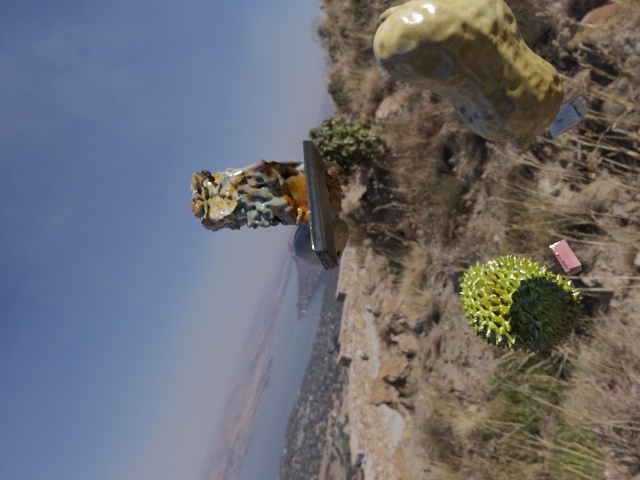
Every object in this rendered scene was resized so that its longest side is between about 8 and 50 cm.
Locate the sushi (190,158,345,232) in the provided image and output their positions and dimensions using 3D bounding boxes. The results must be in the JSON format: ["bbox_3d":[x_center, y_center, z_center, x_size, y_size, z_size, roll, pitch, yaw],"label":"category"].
[{"bbox_3d":[-0.135,-0.113,1.194,0.417,0.418,0.175,-113,13,-83],"label":"sushi"}]

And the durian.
[{"bbox_3d":[0.402,0.131,0.974,0.237,0.177,0.200,8,74,57],"label":"durian"}]

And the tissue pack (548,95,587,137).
[{"bbox_3d":[0.572,-0.290,1.079,0.094,0.058,0.074,-34,1,-44],"label":"tissue pack"}]

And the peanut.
[{"bbox_3d":[0.220,-0.249,0.646,0.159,0.291,0.143,-56,17,22],"label":"peanut"}]

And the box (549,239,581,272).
[{"bbox_3d":[0.890,0.065,1.675,0.060,0.156,0.111,-32,67,23],"label":"box"}]

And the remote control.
[{"bbox_3d":[-0.004,-0.064,0.737,0.063,0.025,0.245,52,-155,-48],"label":"remote control"}]

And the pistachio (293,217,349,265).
[{"bbox_3d":[0.000,0.000,1.343,0.126,0.152,0.223,-19,-13,-37],"label":"pistachio"}]
